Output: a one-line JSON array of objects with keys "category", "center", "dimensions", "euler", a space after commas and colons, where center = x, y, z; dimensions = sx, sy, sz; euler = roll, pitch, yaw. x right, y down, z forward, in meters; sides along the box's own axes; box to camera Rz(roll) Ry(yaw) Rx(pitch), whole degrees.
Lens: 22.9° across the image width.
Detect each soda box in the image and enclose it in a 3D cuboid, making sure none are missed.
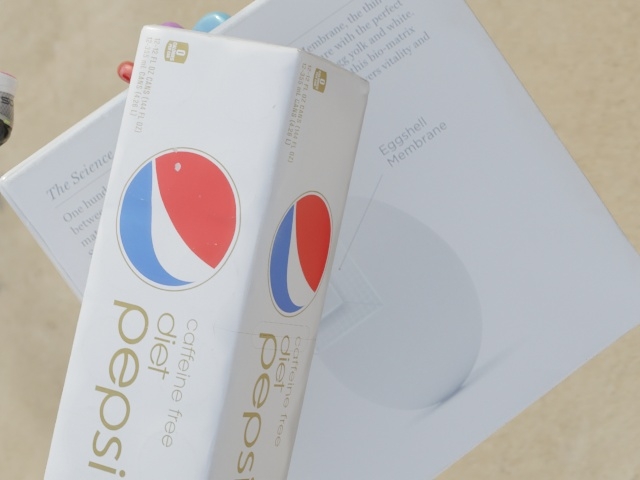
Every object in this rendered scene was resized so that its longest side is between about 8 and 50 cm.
[{"category": "soda box", "center": [-0.046, 0.030, 0.620], "dimensions": [0.074, 0.069, 0.216], "euler": [12, 90, 27]}]

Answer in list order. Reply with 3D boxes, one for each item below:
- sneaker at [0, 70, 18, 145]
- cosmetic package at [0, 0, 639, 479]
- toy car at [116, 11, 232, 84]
[{"category": "sneaker", "center": [-0.353, -0.109, 1.419], "dimensions": [0.063, 0.170, 0.074], "euler": [147, 115, -66]}, {"category": "cosmetic package", "center": [0.000, 0.000, 0.769], "dimensions": [0.224, 0.224, 0.138], "euler": [56, 172, -7]}, {"category": "toy car", "center": [-0.122, -0.136, 1.452], "dimensions": [0.159, 0.182, 0.136], "euler": [27, 156, 49]}]
